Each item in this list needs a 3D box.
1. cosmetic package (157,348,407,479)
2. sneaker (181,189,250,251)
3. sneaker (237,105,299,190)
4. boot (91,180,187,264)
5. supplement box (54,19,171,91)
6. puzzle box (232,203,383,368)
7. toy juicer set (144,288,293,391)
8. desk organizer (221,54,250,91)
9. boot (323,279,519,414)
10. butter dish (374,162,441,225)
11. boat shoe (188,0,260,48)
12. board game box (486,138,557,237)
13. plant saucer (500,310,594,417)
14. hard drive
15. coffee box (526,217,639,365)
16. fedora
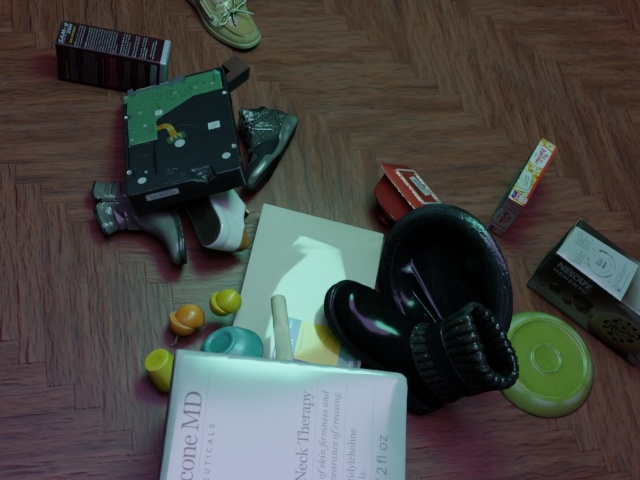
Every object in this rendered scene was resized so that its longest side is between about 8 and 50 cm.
[{"bbox_3d":[-0.080,0.411,1.549,0.393,0.327,0.330,7,62,-7],"label":"cosmetic package"},{"bbox_3d":[-0.227,-0.088,1.923,0.123,0.106,0.290,19,41,-46],"label":"sneaker"},{"bbox_3d":[-0.146,-0.211,1.994,0.130,0.087,0.228,23,58,2],"label":"sneaker"},{"bbox_3d":[-0.377,-0.033,1.863,0.161,0.083,0.247,-17,61,-15],"label":"boot"},{"bbox_3d":[-0.459,-0.400,1.996,0.239,0.130,0.073,9,61,-8],"label":"supplement box"},{"bbox_3d":[-0.035,0.139,1.848,0.272,0.052,0.409,15,63,-5],"label":"puzzle box"},{"bbox_3d":[-0.163,0.189,1.717,0.328,0.089,0.209,-6,46,25],"label":"toy juicer set"},{"bbox_3d":[-0.226,-0.370,2.078,0.050,0.047,0.130,41,62,12],"label":"desk organizer"},{"bbox_3d":[0.193,0.174,1.726,0.348,0.260,0.131,44,52,-7],"label":"boot"},{"bbox_3d":[0.177,-0.081,1.983,0.160,0.118,0.160,52,25,17],"label":"butter dish"},{"bbox_3d":[-0.250,-0.575,2.153,0.104,0.089,0.285,-39,77,-27],"label":"boat shoe"},{"bbox_3d":[0.455,-0.119,2.039,0.045,0.147,0.193,32,62,5],"label":"board game box"},{"bbox_3d":[0.477,0.256,1.914,0.240,0.037,0.241,5,63,-10],"label":"plant saucer"},{"bbox_3d":[-0.292,-0.218,1.895,0.236,0.064,0.339,-15,49,0],"label":"hard drive"},{"bbox_3d":[0.621,0.114,1.943,0.297,0.168,0.119,38,62,8],"label":"coffee box"},{"bbox_3d":[0.281,0.085,1.867,0.152,0.334,0.334,-9,60,-53],"label":"fedora"}]
